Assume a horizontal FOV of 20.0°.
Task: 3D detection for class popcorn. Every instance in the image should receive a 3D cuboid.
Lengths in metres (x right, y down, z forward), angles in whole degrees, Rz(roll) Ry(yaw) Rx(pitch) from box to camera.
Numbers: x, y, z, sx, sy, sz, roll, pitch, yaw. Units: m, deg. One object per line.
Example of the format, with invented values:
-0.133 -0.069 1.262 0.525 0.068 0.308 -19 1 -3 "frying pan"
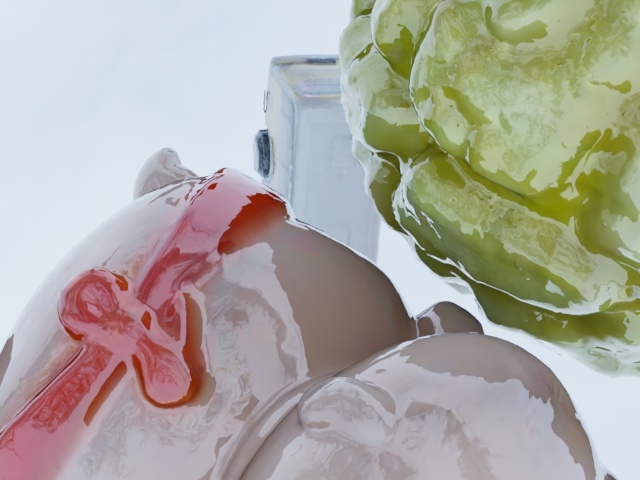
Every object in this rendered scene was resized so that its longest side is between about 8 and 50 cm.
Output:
0.137 -0.068 0.611 0.258 0.270 0.224 12 148 -17 "popcorn"

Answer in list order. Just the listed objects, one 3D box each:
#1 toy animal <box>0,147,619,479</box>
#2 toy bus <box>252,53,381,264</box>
-0.023 0.068 0.559 0.197 0.171 0.171 30 125 39 "toy animal"
0.000 0.000 1.327 0.092 0.106 0.268 -2 116 -14 "toy bus"
